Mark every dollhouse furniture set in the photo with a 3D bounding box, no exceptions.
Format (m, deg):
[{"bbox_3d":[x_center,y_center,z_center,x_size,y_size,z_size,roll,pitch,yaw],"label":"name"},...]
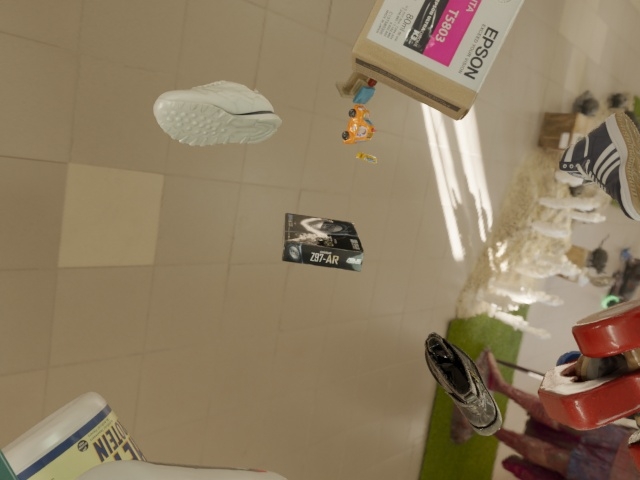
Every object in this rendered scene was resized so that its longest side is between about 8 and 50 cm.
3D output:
[{"bbox_3d":[0.146,-0.319,1.043,0.129,0.184,0.129,-5,62,-34],"label":"dollhouse furniture set"}]

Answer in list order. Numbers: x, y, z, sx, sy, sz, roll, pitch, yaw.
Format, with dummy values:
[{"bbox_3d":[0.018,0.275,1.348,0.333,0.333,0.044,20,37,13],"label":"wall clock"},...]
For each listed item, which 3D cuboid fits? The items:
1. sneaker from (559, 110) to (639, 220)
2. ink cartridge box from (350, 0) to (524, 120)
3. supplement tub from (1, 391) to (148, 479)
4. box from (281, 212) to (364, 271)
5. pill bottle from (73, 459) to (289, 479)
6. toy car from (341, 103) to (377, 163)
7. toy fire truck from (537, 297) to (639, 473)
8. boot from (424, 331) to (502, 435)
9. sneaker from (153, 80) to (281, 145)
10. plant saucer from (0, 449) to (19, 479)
[{"bbox_3d":[0.602,-0.132,1.131,0.099,0.153,0.282,28,51,-22],"label":"sneaker"},{"bbox_3d":[0.179,-0.327,0.784,0.235,0.193,0.088,-64,177,3],"label":"ink cartridge box"},{"bbox_3d":[-0.384,0.446,0.878,0.235,0.235,0.325,-36,94,-34],"label":"supplement tub"},{"bbox_3d":[0.000,0.000,0.469,0.067,0.083,0.018,8,109,-5],"label":"box"},{"bbox_3d":[-0.150,0.302,0.499,0.318,0.176,0.176,37,75,-51],"label":"pill bottle"},{"bbox_3d":[0.070,-0.151,0.773,0.060,0.040,0.122,-66,159,1],"label":"toy car"},{"bbox_3d":[0.399,0.141,0.625,0.302,0.169,0.254,-22,168,-1],"label":"toy fire truck"},{"bbox_3d":[0.260,0.247,1.056,0.091,0.263,0.229,-36,129,2],"label":"boot"},{"bbox_3d":[-0.174,-0.216,0.872,0.235,0.090,0.095,-6,65,-50],"label":"sneaker"},{"bbox_3d":[-0.379,0.247,0.585,0.192,0.018,0.067,67,22,-11],"label":"plant saucer"}]
